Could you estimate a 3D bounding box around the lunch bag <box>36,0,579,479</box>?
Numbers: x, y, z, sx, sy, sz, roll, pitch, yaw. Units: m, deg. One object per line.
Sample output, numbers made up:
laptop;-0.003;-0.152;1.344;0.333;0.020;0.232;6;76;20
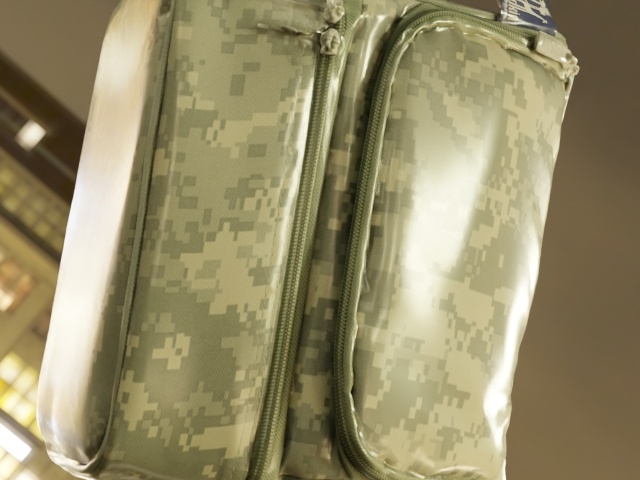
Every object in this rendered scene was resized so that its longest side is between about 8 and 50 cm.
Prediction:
lunch bag;0.000;0.000;1.023;0.256;0.305;0.212;11;-7;-18
